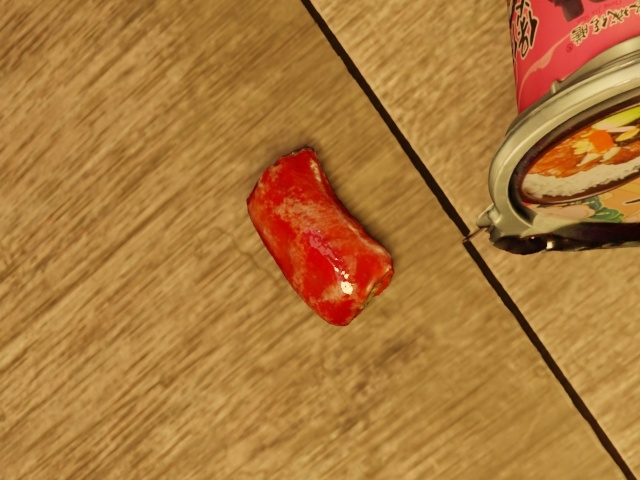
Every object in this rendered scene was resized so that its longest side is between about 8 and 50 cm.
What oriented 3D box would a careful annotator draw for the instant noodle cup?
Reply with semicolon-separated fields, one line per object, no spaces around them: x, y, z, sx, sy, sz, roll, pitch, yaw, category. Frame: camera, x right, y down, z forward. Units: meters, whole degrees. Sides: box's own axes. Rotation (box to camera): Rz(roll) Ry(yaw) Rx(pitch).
0.215;-0.128;1.131;0.302;0.258;0.181;-20;64;25;instant noodle cup

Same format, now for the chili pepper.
0.000;0.000;1.324;0.073;0.070;0.123;-39;68;4;chili pepper
